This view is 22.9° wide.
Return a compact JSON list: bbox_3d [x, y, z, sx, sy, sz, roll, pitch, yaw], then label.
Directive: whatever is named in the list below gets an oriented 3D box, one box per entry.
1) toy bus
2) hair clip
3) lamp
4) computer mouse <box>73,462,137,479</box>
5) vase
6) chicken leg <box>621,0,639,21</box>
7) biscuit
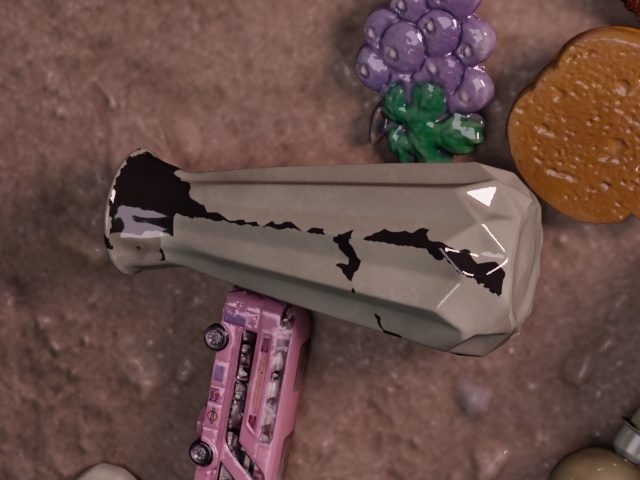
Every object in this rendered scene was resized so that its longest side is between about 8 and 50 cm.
[{"bbox_3d":[-0.064,0.142,1.442,0.090,0.063,0.203,15,105,14],"label":"toy bus"},{"bbox_3d":[0.091,-0.148,1.341,0.124,0.052,0.195,12,114,25],"label":"hair clip"},{"bbox_3d":[0.259,0.185,1.341,0.091,0.091,0.163,35,94,8],"label":"lamp"},{"bbox_3d":[-0.242,0.295,1.539,0.089,0.056,0.181,47,112,8],"label":"computer mouse"},{"bbox_3d":[0.000,0.000,1.346,0.360,0.165,0.165,8,104,20],"label":"vase"},{"bbox_3d":[0.266,-0.232,1.258,0.106,0.051,0.253,-13,101,15],"label":"chicken leg"},{"bbox_3d":[0.241,-0.090,1.292,0.170,0.050,0.170,11,120,19],"label":"biscuit"}]
